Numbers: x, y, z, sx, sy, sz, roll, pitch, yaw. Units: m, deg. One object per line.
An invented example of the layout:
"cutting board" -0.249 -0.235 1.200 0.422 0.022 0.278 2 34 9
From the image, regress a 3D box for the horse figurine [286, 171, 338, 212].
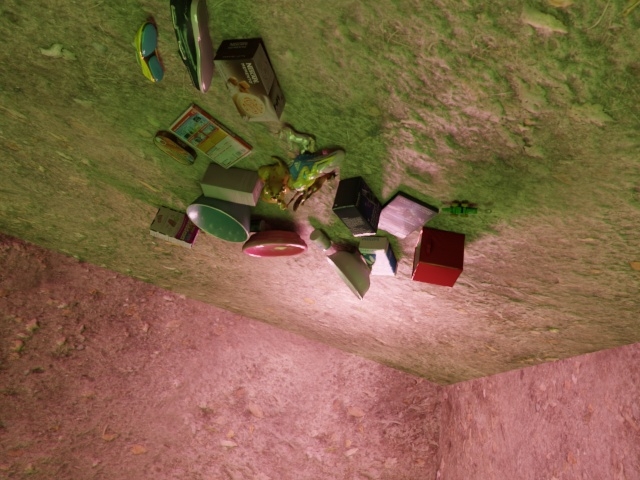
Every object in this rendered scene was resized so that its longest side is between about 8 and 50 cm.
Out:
"horse figurine" -0.052 -0.200 1.852 0.066 0.175 0.263 44 153 -11

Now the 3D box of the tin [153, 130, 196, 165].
"tin" -0.613 -0.389 1.889 0.106 0.040 0.189 -20 135 41

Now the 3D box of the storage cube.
"storage cube" 0.525 0.078 2.003 0.192 0.184 0.215 10 150 7

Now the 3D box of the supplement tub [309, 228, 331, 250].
"supplement tub" 0.000 0.000 2.232 0.070 0.071 0.107 -7 144 35

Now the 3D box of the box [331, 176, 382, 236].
"box" 0.154 -0.136 1.840 0.108 0.153 0.207 -7 145 34

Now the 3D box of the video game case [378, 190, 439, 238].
"video game case" 0.351 -0.104 1.934 0.195 0.026 0.274 23 149 -13

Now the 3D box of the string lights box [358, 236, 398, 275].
"string lights box" 0.292 0.080 2.224 0.133 0.077 0.260 2 148 25

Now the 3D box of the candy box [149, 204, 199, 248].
"candy box" -0.771 -0.071 2.385 0.233 0.159 0.071 21 149 -8

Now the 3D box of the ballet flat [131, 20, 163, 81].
"ballet flat" -0.569 -0.614 1.447 0.077 0.077 0.231 30 153 7

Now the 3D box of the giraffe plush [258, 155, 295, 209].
"giraffe plush" -0.180 -0.219 1.836 0.181 0.171 0.210 25 149 -16

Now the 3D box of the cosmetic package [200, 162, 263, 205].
"cosmetic package" -0.383 -0.243 1.939 0.237 0.127 0.107 12 149 10

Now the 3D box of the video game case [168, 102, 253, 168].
"video game case" -0.437 -0.407 1.783 0.285 0.025 0.204 34 146 -30

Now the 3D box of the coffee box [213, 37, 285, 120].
"coffee box" -0.220 -0.507 1.432 0.141 0.098 0.247 5 149 18

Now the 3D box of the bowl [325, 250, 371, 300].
"bowl" 0.167 0.154 2.297 0.298 0.134 0.298 51 175 6

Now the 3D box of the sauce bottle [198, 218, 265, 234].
"sauce bottle" -0.450 -0.078 2.269 0.343 0.112 0.111 2 148 18

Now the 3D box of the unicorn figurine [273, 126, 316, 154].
"unicorn figurine" -0.095 -0.374 1.656 0.161 0.060 0.111 0 151 -6

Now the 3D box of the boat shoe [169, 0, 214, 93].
"boat shoe" -0.389 -0.594 1.362 0.091 0.115 0.303 13 139 2

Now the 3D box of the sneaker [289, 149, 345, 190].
"sneaker" -0.027 -0.301 1.709 0.240 0.126 0.091 -33 168 17

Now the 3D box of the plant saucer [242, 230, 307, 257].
"plant saucer" -0.231 0.018 2.271 0.331 0.084 0.332 -3 166 -1

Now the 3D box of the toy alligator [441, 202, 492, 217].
"toy alligator" 0.580 -0.120 1.775 0.189 0.056 0.051 3 -169 18

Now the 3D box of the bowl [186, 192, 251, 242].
"bowl" -0.450 -0.138 2.096 0.311 0.163 0.312 17 153 9
